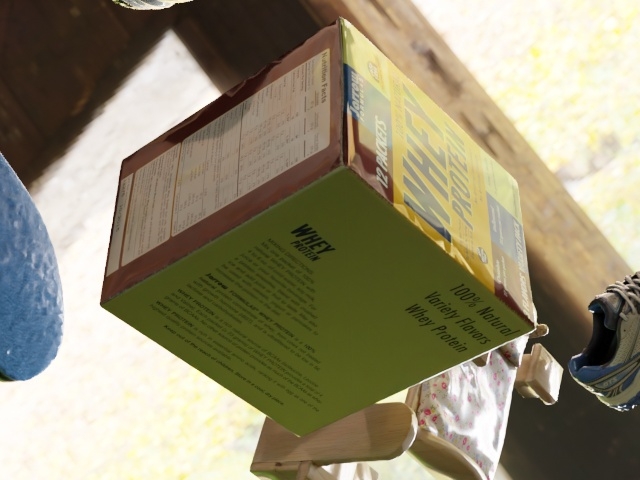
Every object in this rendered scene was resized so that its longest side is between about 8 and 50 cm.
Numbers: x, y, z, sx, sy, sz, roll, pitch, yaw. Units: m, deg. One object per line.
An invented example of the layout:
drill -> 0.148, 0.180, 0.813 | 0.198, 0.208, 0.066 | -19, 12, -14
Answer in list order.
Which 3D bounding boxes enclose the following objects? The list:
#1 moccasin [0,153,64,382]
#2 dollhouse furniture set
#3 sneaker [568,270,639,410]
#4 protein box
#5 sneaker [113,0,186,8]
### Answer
moccasin -> -0.332, -0.035, 1.130 | 0.117, 0.342, 0.138 | -13, -166, 39
dollhouse furniture set -> 0.147, 0.145, 1.124 | 0.174, 0.355, 0.303 | -10, -130, 39
sneaker -> 0.208, 0.045, 0.842 | 0.135, 0.058, 0.052 | -62, -158, 9
protein box -> 0.000, 0.000, 0.868 | 0.201, 0.136, 0.200 | -29, 131, 29
sneaker -> -0.103, -0.391, 1.110 | 0.147, 0.384, 0.145 | 7, -172, 39
